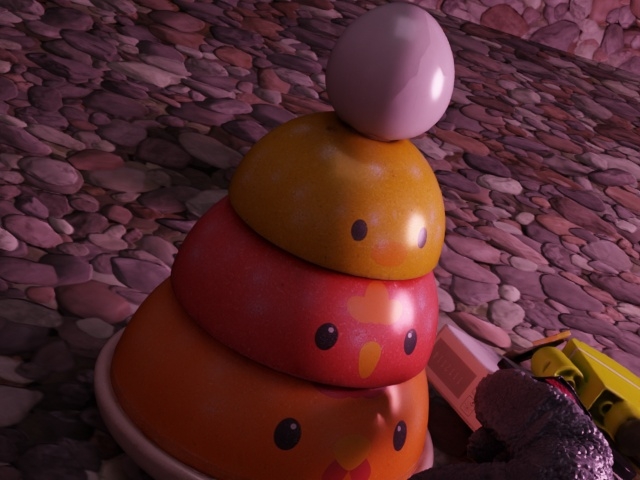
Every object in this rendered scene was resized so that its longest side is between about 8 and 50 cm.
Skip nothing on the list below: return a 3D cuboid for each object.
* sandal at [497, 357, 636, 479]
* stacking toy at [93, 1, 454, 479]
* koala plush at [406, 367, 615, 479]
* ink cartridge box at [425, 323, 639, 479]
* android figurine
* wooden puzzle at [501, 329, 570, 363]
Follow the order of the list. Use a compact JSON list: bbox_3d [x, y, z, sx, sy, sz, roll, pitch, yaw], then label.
[{"bbox_3d":[0.259,0.175,1.557,0.179,0.040,0.067,39,11,14],"label":"sandal"},{"bbox_3d":[0.000,0.000,1.436,0.351,0.480,0.350,15,25,-7],"label":"stacking toy"},{"bbox_3d":[0.218,0.257,1.349,0.221,0.196,0.203,46,-16,-21],"label":"koala plush"},{"bbox_3d":[0.270,0.231,1.644,0.261,0.066,0.296,29,13,-41],"label":"ink cartridge box"},{"bbox_3d":[0.346,0.194,1.702,0.248,0.056,0.273,33,9,-14],"label":"android figurine"},{"bbox_3d":[0.244,0.133,1.783,0.078,0.116,0.014,-14,77,-19],"label":"wooden puzzle"}]
